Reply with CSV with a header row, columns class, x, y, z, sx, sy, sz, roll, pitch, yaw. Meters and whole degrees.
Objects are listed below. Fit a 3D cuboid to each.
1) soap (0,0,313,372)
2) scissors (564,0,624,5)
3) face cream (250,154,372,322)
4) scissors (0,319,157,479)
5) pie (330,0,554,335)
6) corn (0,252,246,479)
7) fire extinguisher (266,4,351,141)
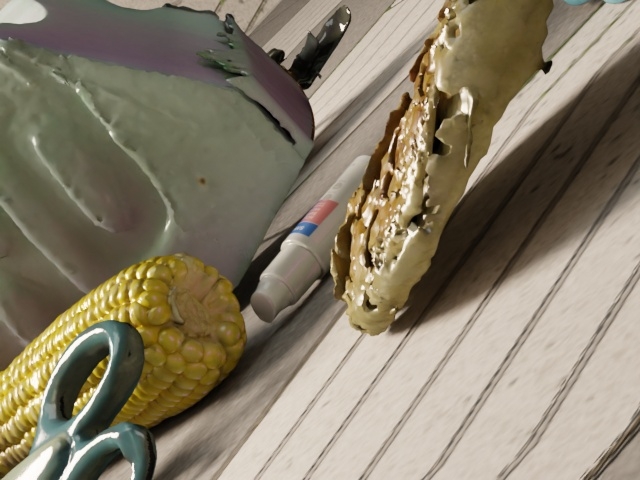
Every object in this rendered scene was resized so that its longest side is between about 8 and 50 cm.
class,x,y,z,sx,sy,sz,roll,pitch,yaw
soap,-0.218,0.007,1.381,0.446,0.261,0.156,-41,10,10
scissors,0.321,-0.308,1.230,0.447,0.029,0.192,-45,10,-5
face cream,0.000,0.000,1.203,0.130,0.034,0.034,-51,12,-32
scissors,-0.182,0.166,1.141,0.289,0.041,0.138,-45,42,31
pie,0.072,-0.081,0.974,0.274,0.055,0.274,-157,90,-89
corn,-0.138,0.085,1.223,0.244,0.093,0.093,-33,14,45
fire extinguisher,-0.119,-0.051,1.640,0.376,0.113,0.200,-45,8,-33
